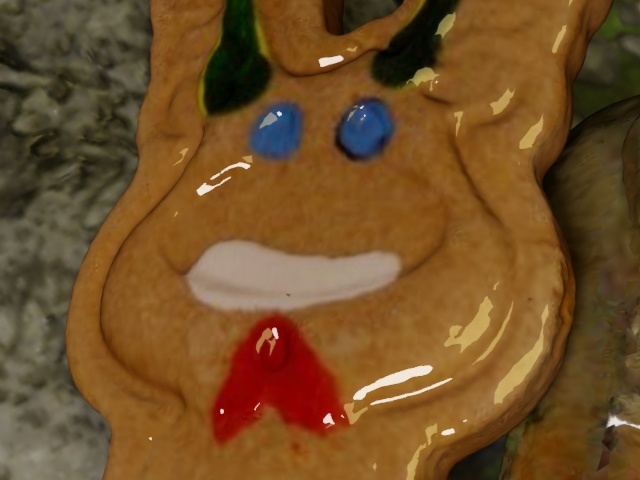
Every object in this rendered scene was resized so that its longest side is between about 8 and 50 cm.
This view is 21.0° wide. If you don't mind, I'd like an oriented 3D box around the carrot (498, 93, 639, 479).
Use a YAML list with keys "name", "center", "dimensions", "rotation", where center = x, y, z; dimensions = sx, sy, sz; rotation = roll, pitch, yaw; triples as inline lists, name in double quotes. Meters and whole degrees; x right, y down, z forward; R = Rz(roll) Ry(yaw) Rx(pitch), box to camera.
- name: "carrot"
  center: [0.127, 0.093, 0.657]
  dimensions: [0.139, 0.139, 0.302]
  rotation: [13, 78, -6]

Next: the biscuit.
- name: "biscuit"
  center: [0.000, 0.000, 0.654]
  dimensions: [0.202, 0.047, 0.334]
  rotation: [3, 69, 25]
